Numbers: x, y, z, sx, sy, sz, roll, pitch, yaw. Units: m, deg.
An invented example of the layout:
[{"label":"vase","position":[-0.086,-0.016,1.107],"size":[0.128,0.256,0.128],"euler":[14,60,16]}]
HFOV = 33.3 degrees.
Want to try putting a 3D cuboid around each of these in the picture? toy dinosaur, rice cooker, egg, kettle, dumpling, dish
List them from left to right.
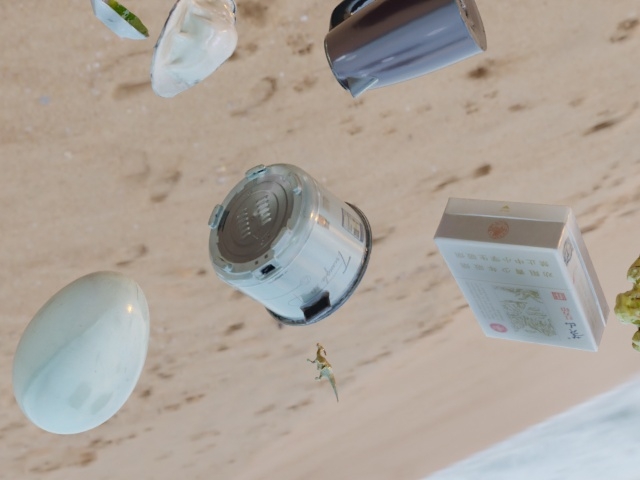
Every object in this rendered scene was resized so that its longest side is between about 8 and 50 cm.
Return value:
[{"label":"egg","position":[-0.350,0.164,1.585],"size":[0.183,0.183,0.264],"euler":[13,109,-55]},{"label":"dish","position":[-0.373,-0.401,1.930],"size":[0.137,0.091,0.039],"euler":[34,107,-34]},{"label":"dumpling","position":[-0.237,-0.377,1.965],"size":[0.142,0.247,0.172],"euler":[20,159,28]},{"label":"rice cooker","position":[-0.047,0.010,1.804],"size":[0.241,0.280,0.227],"euler":[-36,135,19]},{"label":"toy dinosaur","position":[0.006,0.237,1.913],"size":[0.041,0.113,0.026],"euler":[2,151,-43]},{"label":"kettle","position":[0.116,-0.332,1.640],"size":[0.232,0.202,0.144],"euler":[-20,151,21]}]

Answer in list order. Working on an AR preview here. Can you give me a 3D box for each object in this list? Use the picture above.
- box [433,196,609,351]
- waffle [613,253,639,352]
[{"label":"box","position":[0.218,0.038,1.144],"size":[0.141,0.058,0.201],"euler":[5,146,33]},{"label":"waffle","position":[0.582,0.089,1.485],"size":[0.325,0.302,0.068],"euler":[-52,161,-15]}]
